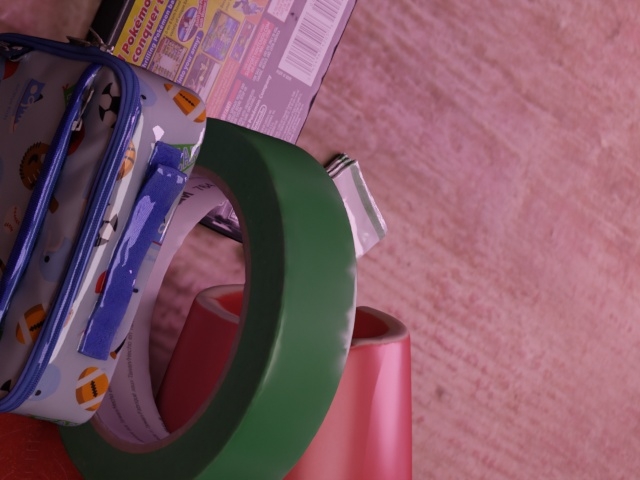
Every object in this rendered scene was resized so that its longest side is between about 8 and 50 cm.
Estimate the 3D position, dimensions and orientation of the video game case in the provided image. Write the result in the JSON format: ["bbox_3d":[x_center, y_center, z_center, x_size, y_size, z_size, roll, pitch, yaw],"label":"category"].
[{"bbox_3d":[-0.100,-0.162,1.543,0.248,0.035,0.274,27,85,-44],"label":"video game case"}]

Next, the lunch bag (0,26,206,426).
[{"bbox_3d":[-0.218,-0.018,1.331,0.115,0.243,0.303,20,90,-45],"label":"lunch bag"}]

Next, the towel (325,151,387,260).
[{"bbox_3d":[0.000,0.000,1.694,0.152,0.023,0.113,-45,128,-24],"label":"towel"}]

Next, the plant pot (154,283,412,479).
[{"bbox_3d":[-0.035,0.179,1.522,0.275,0.275,0.243,1,102,-43],"label":"plant pot"}]

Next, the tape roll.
[{"bbox_3d":[-0.104,0.062,1.395,0.077,0.321,0.321,17,91,-39],"label":"tape roll"}]

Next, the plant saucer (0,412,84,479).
[{"bbox_3d":[-0.272,0.225,1.494,0.259,0.048,0.258,8,97,-43],"label":"plant saucer"}]
